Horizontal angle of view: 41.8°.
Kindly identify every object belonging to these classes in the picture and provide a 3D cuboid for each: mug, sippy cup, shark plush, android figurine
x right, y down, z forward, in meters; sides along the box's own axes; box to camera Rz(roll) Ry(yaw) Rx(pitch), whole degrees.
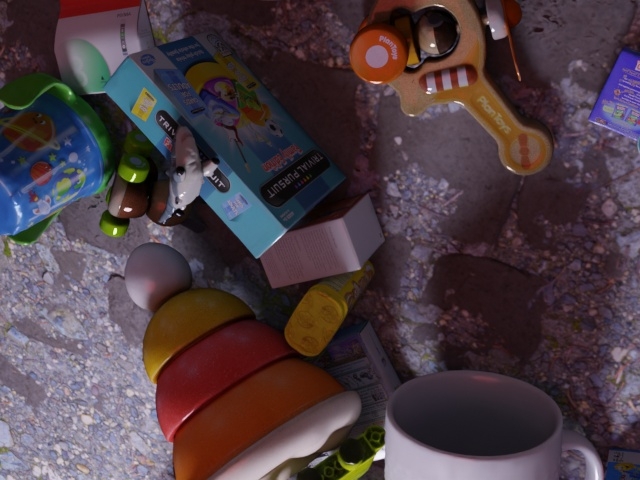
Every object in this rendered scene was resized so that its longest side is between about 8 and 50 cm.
[{"bbox_3d":[0.289,0.415,1.376,0.373,0.276,0.328,-5,109,-12],"label":"mug"},{"bbox_3d":[-0.523,-0.131,1.482,0.240,0.224,0.306,-1,124,33],"label":"sippy cup"},{"bbox_3d":[-0.199,-0.087,1.206,0.067,0.073,0.161,46,144,22],"label":"shark plush"},{"bbox_3d":[0.008,0.407,1.436,0.056,0.248,0.273,53,165,18],"label":"android figurine"}]

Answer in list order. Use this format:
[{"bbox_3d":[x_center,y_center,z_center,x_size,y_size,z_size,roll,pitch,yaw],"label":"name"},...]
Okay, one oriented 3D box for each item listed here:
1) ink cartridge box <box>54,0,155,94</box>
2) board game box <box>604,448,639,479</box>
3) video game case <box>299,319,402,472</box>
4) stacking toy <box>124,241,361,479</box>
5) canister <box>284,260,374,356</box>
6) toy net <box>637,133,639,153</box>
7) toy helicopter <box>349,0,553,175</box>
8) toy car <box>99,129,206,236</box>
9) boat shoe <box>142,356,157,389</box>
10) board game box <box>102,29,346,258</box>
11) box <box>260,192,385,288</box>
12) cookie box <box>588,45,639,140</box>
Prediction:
[{"bbox_3d":[-0.383,-0.370,1.447,0.180,0.056,0.225,-1,113,24],"label":"ink cartridge box"},{"bbox_3d":[0.480,0.542,1.310,0.086,0.302,0.309,2,112,23],"label":"board game box"},{"bbox_3d":[0.026,0.297,1.546,0.269,0.061,0.244,-22,102,29],"label":"video game case"},{"bbox_3d":[-0.187,0.204,1.441,0.350,0.350,0.480,-47,69,32],"label":"stacking toy"},{"bbox_3d":[0.019,0.102,1.401,0.073,0.170,0.126,35,121,7],"label":"canister"},{"bbox_3d":[0.534,-0.178,1.111,0.122,0.045,0.232,37,113,-20],"label":"toy net"},{"bbox_3d":[0.224,-0.245,1.212,0.235,0.140,0.355,-39,103,23],"label":"toy helicopter"},{"bbox_3d":[-0.281,-0.081,1.506,0.188,0.149,0.155,17,126,-16],"label":"toy car"},{"bbox_3d":[-0.194,0.315,1.610,0.158,0.127,0.341,-36,93,39],"label":"boat shoe"},{"bbox_3d":[-0.135,-0.163,1.308,0.336,0.254,0.079,47,121,-1],"label":"board game box"},{"bbox_3d":[0.000,0.000,1.390,0.170,0.130,0.091,-14,104,27],"label":"box"},{"bbox_3d":[0.438,-0.201,1.163,0.091,0.040,0.107,26,120,11],"label":"cookie box"}]
